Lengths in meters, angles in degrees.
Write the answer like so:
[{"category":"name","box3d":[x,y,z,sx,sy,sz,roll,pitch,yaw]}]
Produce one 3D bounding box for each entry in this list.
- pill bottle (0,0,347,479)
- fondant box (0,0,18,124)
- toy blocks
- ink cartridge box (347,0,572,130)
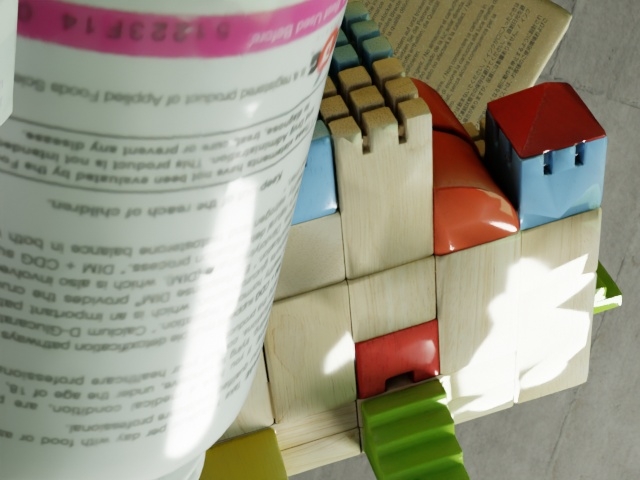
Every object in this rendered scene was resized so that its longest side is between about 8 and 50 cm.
[{"category":"pill bottle","box3d":[-0.091,-0.010,0.504,0.160,0.160,0.283,-62,169,-55]},{"category":"fondant box","box3d":[-0.130,-0.105,0.192,0.238,0.096,0.330,-63,169,-50]},{"category":"toy blocks","box3d":[0.000,0.000,0.742,0.190,0.382,0.261,-116,-166,-45]},{"category":"ink cartridge box","box3d":[0.051,-0.119,1.068,0.234,0.193,0.088,-60,-177,12]}]
